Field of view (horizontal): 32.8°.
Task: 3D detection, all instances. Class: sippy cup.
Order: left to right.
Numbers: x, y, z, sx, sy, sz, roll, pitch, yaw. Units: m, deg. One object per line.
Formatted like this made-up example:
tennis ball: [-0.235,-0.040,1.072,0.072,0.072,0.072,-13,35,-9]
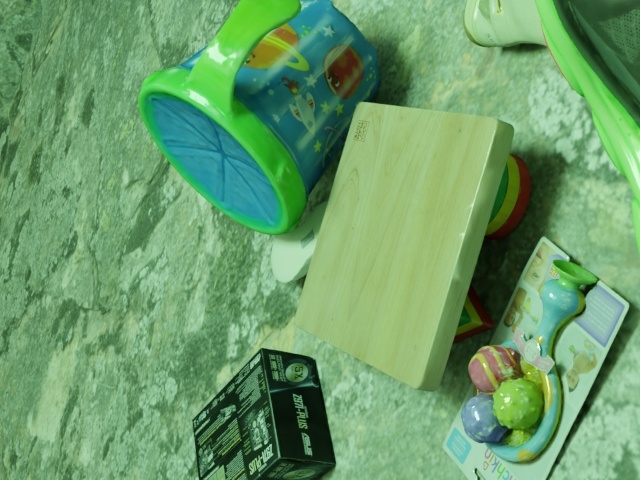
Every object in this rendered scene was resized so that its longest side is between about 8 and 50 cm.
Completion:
sippy cup: [-0.055,-0.163,1.276,0.224,0.240,0.305,-47,16,-21]

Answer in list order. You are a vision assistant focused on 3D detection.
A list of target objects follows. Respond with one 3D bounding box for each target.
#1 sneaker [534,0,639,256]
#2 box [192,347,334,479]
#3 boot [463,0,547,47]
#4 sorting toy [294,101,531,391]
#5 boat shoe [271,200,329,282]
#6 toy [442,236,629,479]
sneaker: [0.290,-0.113,0.752,0.202,0.185,0.483,-27,78,32]
box: [-0.073,0.239,1.301,0.180,0.077,0.147,-48,40,37]
boot: [0.226,-0.287,1.049,0.165,0.077,0.213,26,105,59]
sorting toy: [0.101,0.002,1.109,0.255,0.089,0.257,20,94,60]
boat shoe: [0.000,0.000,1.300,0.184,0.063,0.066,-46,52,50]
toy: [0.173,0.125,0.980,0.237,0.056,0.137,-65,31,16]
